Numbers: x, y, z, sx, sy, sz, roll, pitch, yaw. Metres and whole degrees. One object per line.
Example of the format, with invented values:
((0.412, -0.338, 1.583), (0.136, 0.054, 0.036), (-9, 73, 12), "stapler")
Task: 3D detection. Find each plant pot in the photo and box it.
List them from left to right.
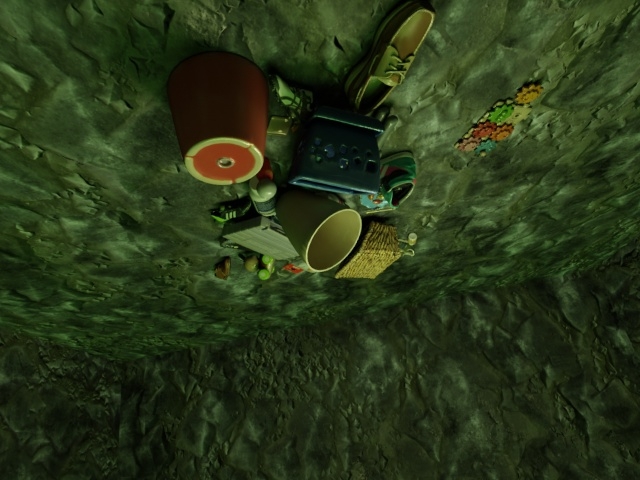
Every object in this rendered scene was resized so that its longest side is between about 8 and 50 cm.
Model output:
((-0.258, -0.297, 1.100), (0.275, 0.243, 0.275), (-9, 155, -4), "plant pot")
((-0.037, -0.066, 1.541), (0.257, 0.274, 0.256), (-29, 140, -29), "plant pot")
((0.046, -0.253, 1.215), (0.236, 0.212, 0.236), (10, -178, -13), "plant pot")

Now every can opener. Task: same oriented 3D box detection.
((0.186, -0.335, 1.418), (0.095, 0.076, 0.283), (-34, 167, -32), "can opener")

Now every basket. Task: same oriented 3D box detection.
((0.204, 0.035, 1.999), (0.223, 0.213, 0.299), (4, 152, -21), "basket")

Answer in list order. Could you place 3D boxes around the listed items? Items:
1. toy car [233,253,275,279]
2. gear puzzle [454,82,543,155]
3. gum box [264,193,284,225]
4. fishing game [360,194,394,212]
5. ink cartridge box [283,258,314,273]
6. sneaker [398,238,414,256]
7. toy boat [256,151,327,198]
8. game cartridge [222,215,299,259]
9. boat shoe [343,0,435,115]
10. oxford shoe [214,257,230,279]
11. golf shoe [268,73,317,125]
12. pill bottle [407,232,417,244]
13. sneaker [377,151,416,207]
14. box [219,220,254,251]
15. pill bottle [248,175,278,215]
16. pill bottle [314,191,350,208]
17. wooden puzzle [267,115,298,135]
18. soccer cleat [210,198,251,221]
((-0.315, 0.094, 2.027), (0.189, 0.148, 0.155), (15, -171, 3), "toy car")
((0.630, -0.404, 1.446), (0.176, 0.044, 0.339), (2, 152, -24), "gear puzzle")
((-0.157, -0.123, 1.731), (0.157, 0.041, 0.184), (-13, 154, 5), "gum box")
((0.256, -0.183, 1.765), (0.189, 0.041, 0.264), (-7, 152, -6), "fishing game")
((-0.096, 0.152, 2.321), (0.179, 0.045, 0.145), (-26, 150, 25), "ink cartridge box")
((0.424, 0.044, 2.243), (0.192, 0.086, 0.064), (4, 151, -27), "sneaker")
((-0.062, -0.227, 1.428), (0.319, 0.148, 0.267), (-9, 155, -4), "toy boat")
((-0.212, -0.004, 1.782), (0.230, 0.068, 0.355), (-8, 157, 35), "game cartridge")
((0.181, -0.452, 1.088), (0.123, 0.119, 0.324), (4, 151, -28), "boat shoe")
((-0.496, 0.146, 2.127), (0.076, 0.076, 0.212), (12, 148, -18), "oxford shoe")
((-0.075, -0.404, 1.161), (0.094, 0.077, 0.198), (-28, 158, 10), "golf shoe")
((0.482, -0.006, 2.213), (0.044, 0.043, 0.083), (-12, 155, 3), "pill bottle")
((0.224, -0.193, 1.560), (0.296, 0.178, 0.124), (-22, 147, 21), "sneaker")
((-0.328, -0.015, 1.886), (0.184, 0.045, 0.191), (13, 146, -36), "box")
((-0.211, -0.169, 1.554), (0.094, 0.094, 0.169), (-10, 155, 0), "pill bottle")
((0.043, -0.130, 1.715), (0.108, 0.107, 0.180), (-23, 152, 24), "pill bottle")
((-0.126, -0.354, 1.300), (0.116, 0.014, 0.078), (4, 146, -29), "wooden puzzle")
((-0.351, -0.120, 1.645), (0.179, 0.060, 0.072), (-21, 151, 27), "soccer cleat")
